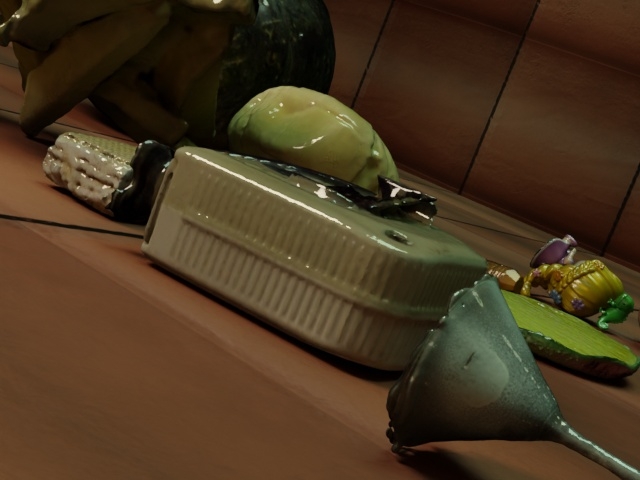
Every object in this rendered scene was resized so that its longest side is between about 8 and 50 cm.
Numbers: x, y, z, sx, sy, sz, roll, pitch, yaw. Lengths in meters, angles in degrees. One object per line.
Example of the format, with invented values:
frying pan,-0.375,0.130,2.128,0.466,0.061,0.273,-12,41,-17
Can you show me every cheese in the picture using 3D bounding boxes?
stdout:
cheese,-0.005,-0.089,1.401,0.226,0.117,0.214,22,-24,45

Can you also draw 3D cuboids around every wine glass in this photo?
wine glass,0.143,0.111,0.634,0.183,0.122,0.122,30,11,24

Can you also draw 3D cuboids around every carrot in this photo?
carrot,0.205,0.033,1.559,0.171,0.042,0.042,26,9,35

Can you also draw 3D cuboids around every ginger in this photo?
ginger,-0.253,-0.202,1.251,0.414,0.211,0.358,20,-9,-31

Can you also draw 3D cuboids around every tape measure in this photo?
tape measure,0.000,0.000,0.935,0.271,0.132,0.231,23,8,28

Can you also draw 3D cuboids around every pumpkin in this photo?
pumpkin,-0.196,-0.317,1.765,0.455,0.344,0.454,23,30,-14

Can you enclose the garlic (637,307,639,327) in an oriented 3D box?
garlic,0.517,0.120,1.572,0.207,0.128,0.115,4,60,-46

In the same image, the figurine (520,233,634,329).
figurine,0.364,0.075,1.607,0.156,0.115,0.094,47,-15,27

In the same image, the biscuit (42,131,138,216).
biscuit,-0.159,-0.056,1.122,0.108,0.061,0.239,26,9,32

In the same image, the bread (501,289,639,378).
bread,0.246,0.101,1.245,0.229,0.033,0.228,19,8,-3
